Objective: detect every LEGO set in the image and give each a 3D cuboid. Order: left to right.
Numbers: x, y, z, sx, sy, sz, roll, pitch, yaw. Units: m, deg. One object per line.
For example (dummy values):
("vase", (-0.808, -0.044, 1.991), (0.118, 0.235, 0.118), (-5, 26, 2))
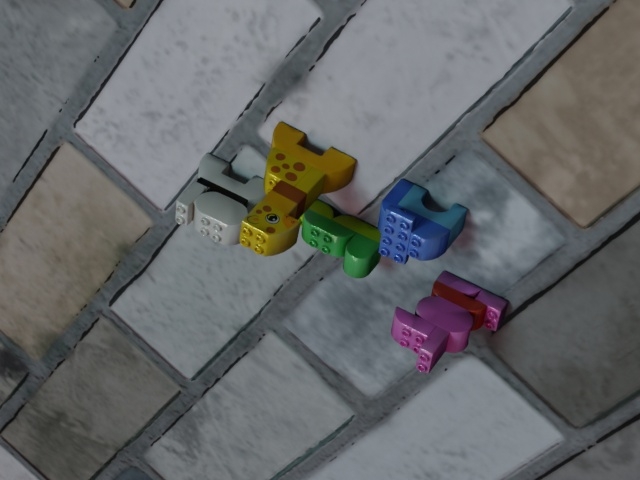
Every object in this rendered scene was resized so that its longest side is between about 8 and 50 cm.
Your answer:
("LEGO set", (0.000, 0.000, 1.057), (0.227, 0.093, 0.087), (26, 138, 18))
